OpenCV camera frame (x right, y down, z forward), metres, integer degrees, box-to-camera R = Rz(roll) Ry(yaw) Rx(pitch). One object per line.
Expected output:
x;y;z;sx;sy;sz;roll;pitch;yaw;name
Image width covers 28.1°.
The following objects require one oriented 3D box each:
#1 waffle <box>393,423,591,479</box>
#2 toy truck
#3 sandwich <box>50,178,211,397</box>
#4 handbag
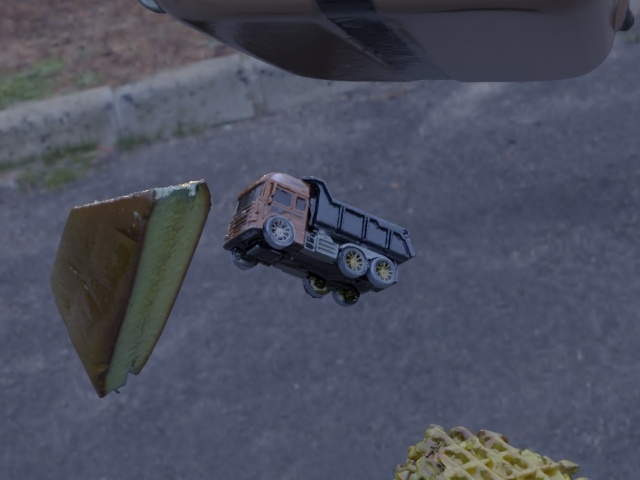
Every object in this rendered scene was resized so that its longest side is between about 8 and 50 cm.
0.158;0.240;1.128;0.197;0.070;0.193;15;23;-17;waffle
0.000;0.000;1.316;0.083;0.192;0.092;-31;44;52;toy truck
-0.178;0.025;1.174;0.094;0.258;0.096;-18;54;-44;sandwich
0.014;-0.160;0.629;0.283;0.149;0.302;4;4;12;handbag
